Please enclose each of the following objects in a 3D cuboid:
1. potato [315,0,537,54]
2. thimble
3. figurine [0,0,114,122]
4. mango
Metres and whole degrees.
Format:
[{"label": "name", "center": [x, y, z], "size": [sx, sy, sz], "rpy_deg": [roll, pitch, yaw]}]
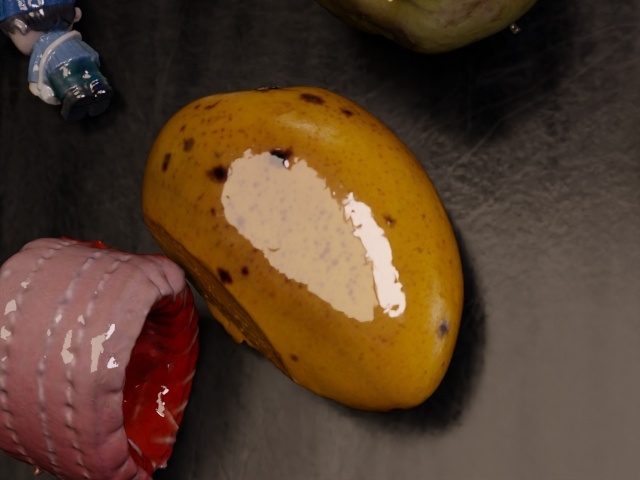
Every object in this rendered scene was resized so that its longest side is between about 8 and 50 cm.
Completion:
[{"label": "potato", "center": [0.057, -0.295, 1.248], "size": [0.202, 0.218, 0.351], "rpy_deg": [-33, 62, 26]}, {"label": "thimble", "center": [-0.172, 0.088, 1.217], "size": [0.125, 0.189, 0.163], "rpy_deg": [13, 45, 16]}, {"label": "figurine", "center": [-0.225, -0.169, 1.354], "size": [0.077, 0.079, 0.136], "rpy_deg": [-21, 60, -37]}, {"label": "mango", "center": [0.000, 0.000, 1.217], "size": [0.191, 0.160, 0.290], "rpy_deg": [-38, 74, -8]}]
